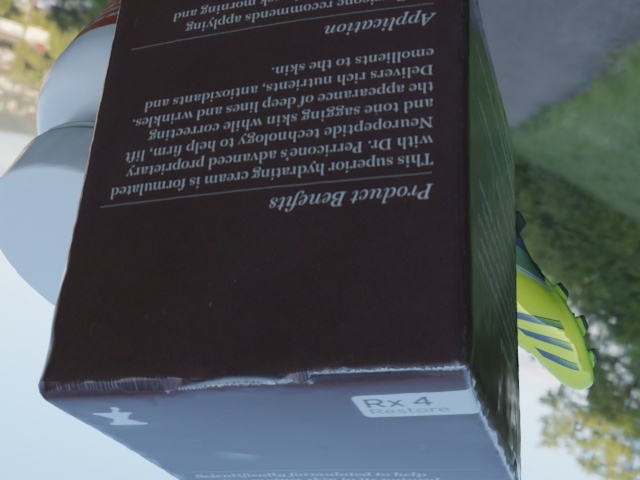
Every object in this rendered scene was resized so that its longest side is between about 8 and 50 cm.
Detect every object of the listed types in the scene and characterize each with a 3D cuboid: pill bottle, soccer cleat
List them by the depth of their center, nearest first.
[{"bbox_3d":[-0.081,-0.121,0.784,0.229,0.407,0.229,15,138,14],"label":"pill bottle"},{"bbox_3d":[0.215,0.064,1.107,0.289,0.121,0.093,56,175,-10],"label":"soccer cleat"}]

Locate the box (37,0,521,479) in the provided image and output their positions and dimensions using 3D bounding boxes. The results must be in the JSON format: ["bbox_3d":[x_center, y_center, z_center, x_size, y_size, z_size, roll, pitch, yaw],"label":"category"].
[{"bbox_3d":[0.000,0.000,0.447,0.169,0.203,0.167,-4,151,17],"label":"box"}]
